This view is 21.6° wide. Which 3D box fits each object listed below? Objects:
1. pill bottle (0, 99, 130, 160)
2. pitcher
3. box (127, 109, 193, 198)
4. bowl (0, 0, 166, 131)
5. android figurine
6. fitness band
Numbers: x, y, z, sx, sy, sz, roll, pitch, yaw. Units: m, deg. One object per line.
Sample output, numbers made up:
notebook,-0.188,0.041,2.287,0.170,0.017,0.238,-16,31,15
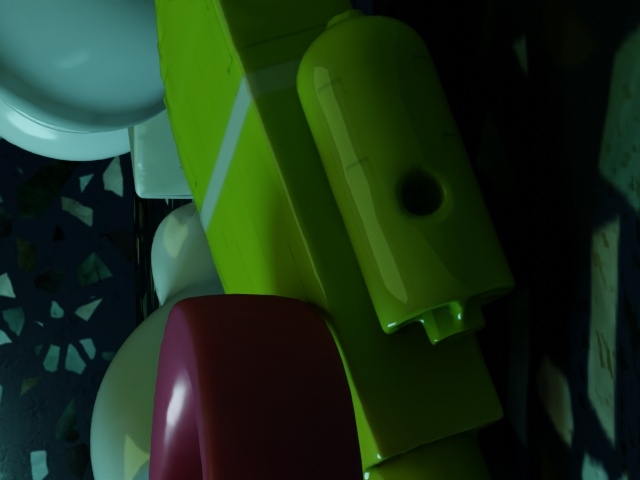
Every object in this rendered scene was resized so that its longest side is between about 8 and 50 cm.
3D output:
pill bottle,-0.210,-0.185,1.445,0.407,0.229,0.229,-150,58,-79
pitcher,-0.045,0.100,0.900,0.207,0.125,0.178,-88,-19,-59
box,-0.086,-0.141,1.115,0.275,0.094,0.113,-105,17,-55
bowl,-0.091,-0.212,0.835,0.298,0.134,0.298,29,-126,-50
android figurine,0.000,0.000,0.591,0.248,0.056,0.273,117,136,-72
fitness band,-0.024,0.161,0.510,0.209,0.054,0.291,122,147,-74
